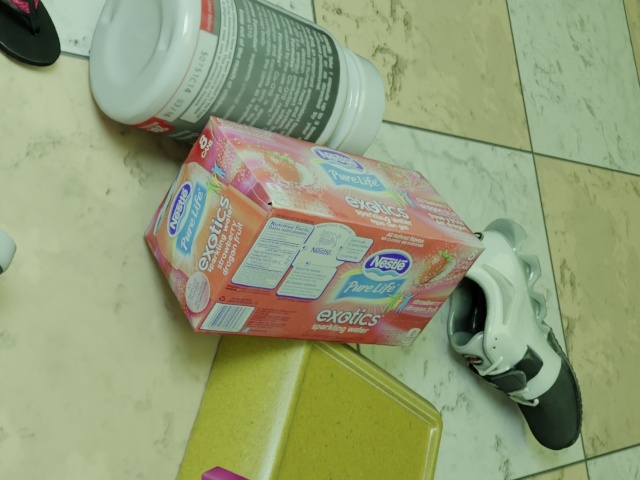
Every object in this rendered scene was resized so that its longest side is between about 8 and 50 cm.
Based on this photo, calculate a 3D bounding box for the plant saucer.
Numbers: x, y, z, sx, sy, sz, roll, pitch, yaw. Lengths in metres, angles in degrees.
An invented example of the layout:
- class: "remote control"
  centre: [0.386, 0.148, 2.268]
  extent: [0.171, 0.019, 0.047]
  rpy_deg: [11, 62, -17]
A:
- class: "plant saucer"
  centre: [0.013, 0.251, 0.942]
  extent: [0.332, 0.081, 0.333]
  rpy_deg: [37, 53, -32]

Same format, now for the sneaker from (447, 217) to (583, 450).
- class: "sneaker"
  centre: [0.242, 0.150, 1.208]
  extent: [0.146, 0.122, 0.331]
  rpy_deg: [-26, 98, -29]

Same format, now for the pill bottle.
- class: "pill bottle"
  centre: [-0.075, -0.165, 0.917]
  extent: [0.283, 0.161, 0.161]
  rpy_deg: [14, 68, -44]

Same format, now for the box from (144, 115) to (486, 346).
- class: "box"
  centre: [0.000, 0.000, 0.901]
  extent: [0.299, 0.154, 0.142]
  rpy_deg: [9, 35, -42]

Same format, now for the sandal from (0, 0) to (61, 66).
- class: "sandal"
  centre: [-0.285, -0.243, 0.806]
  extent: [0.067, 0.040, 0.179]
  rpy_deg: [-29, 99, -47]

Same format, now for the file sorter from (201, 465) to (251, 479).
- class: "file sorter"
  centre: [-0.073, 0.361, 0.671]
  extent: [0.182, 0.202, 0.291]
  rpy_deg: [-13, 105, -45]

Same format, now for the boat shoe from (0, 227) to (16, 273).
- class: "boat shoe"
  centre: [-0.351, -0.013, 0.627]
  extent: [0.267, 0.096, 0.088]
  rpy_deg: [29, 62, -37]
